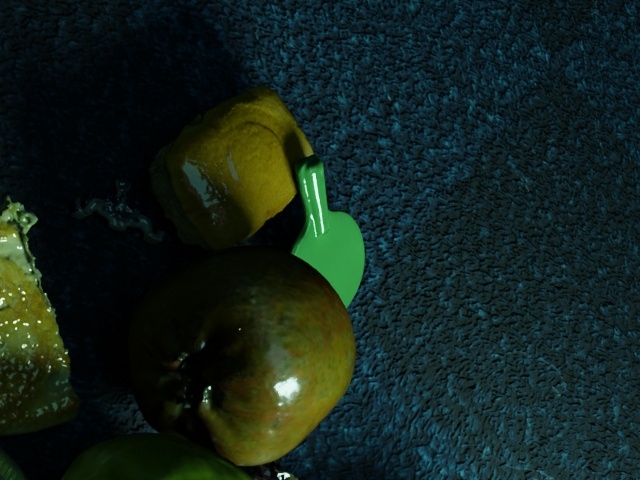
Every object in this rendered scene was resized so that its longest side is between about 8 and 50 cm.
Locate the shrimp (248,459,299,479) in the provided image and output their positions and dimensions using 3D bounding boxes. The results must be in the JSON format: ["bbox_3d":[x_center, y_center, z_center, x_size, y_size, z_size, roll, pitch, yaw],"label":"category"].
[{"bbox_3d":[0.011,0.390,1.923,0.289,0.178,0.075,39,91,-23],"label":"shrimp"}]

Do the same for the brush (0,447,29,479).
[{"bbox_3d":[-0.400,0.232,1.668,0.297,0.068,0.060,56,42,-34],"label":"brush"}]

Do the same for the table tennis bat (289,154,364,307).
[{"bbox_3d":[0.000,0.000,2.045,0.160,0.039,0.257,-37,131,-39],"label":"table tennis bat"}]

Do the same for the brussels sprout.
[{"bbox_3d":[-0.174,0.379,1.691,0.344,0.268,0.344,48,11,-13],"label":"brussels sprout"}]

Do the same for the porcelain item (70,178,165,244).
[{"bbox_3d":[-0.261,-0.048,1.937,0.136,0.021,0.075,20,60,-32],"label":"porcelain item"}]

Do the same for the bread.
[{"bbox_3d":[-0.120,-0.095,1.996,0.245,0.121,0.174,-39,99,-43],"label":"bread"}]

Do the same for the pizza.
[{"bbox_3d":[-0.381,0.092,1.744,0.280,0.075,0.288,17,80,-38],"label":"pizza"}]

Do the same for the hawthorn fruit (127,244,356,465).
[{"bbox_3d":[-0.081,0.135,1.861,0.301,0.267,0.268,-28,93,-52],"label":"hawthorn fruit"}]
